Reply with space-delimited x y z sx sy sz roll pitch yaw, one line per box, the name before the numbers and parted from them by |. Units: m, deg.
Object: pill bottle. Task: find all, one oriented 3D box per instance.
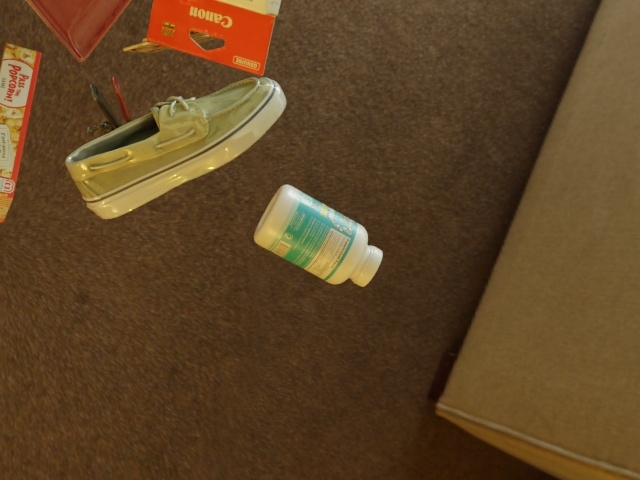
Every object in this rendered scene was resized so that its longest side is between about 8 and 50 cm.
pill bottle | 0.000 0.000 1.580 0.264 0.146 0.146 29 78 -11

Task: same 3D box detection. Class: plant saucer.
plant saucer | -0.293 -0.393 0.920 0.048 0.258 0.259 31 81 12

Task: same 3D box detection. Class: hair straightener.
hair straightener | -0.402 -0.225 1.383 0.089 0.230 0.047 -19 72 -8

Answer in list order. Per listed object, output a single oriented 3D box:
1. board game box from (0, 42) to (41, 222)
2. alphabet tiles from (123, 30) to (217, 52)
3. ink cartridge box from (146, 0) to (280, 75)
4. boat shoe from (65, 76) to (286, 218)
board game box | -0.407 -0.132 0.935 0.045 0.147 0.193 12 75 -26
alphabet tiles | -0.305 -0.445 1.605 0.198 0.237 0.009 -32 111 -67
ink cartridge box | -0.211 -0.464 1.375 0.275 0.060 0.238 20 107 16
boat shoe | -0.187 -0.137 0.954 0.302 0.109 0.094 -32 128 -4
